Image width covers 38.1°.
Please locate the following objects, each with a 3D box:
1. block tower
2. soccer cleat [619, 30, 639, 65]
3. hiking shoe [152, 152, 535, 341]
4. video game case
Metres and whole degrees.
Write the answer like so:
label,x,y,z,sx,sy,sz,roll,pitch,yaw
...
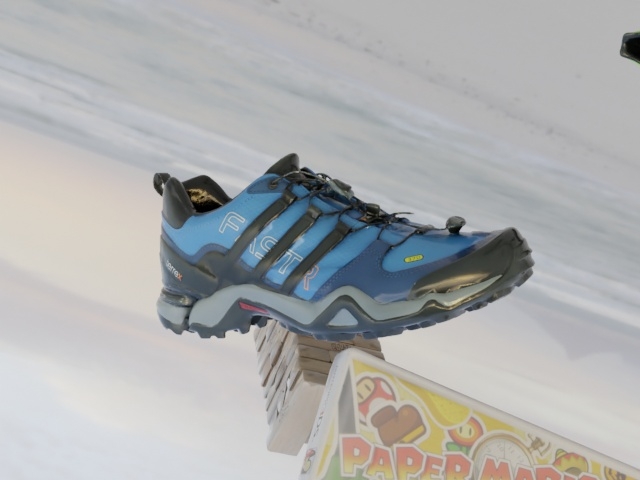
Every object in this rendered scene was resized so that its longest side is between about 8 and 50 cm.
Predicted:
label,x,y,z,sx,sy,sz,roll,pitch,yaw
block tower,-0.013,0.070,0.939,0.097,0.090,0.335,14,-150,-17
soccer cleat,0.318,-0.140,0.773,0.072,0.060,0.179,-1,-156,-17
hiking shoe,0.000,0.000,0.680,0.304,0.132,0.113,-5,-173,24
video game case,0.082,0.188,0.458,0.227,0.206,0.026,24,154,-13
